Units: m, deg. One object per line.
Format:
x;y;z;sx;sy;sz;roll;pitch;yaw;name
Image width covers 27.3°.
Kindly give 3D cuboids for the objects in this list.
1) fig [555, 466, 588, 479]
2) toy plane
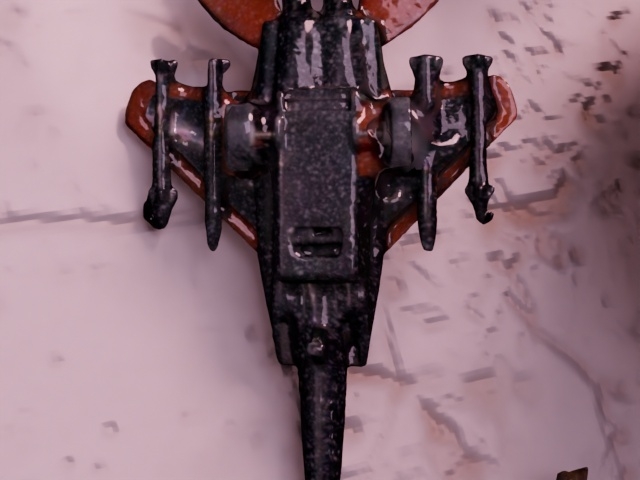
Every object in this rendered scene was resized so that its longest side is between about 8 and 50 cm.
0.184;0.163;0.409;0.202;0.148;0.149;-7;32;9;fig
0.000;-0.001;0.423;0.130;0.061;0.189;-1;74;1;toy plane
